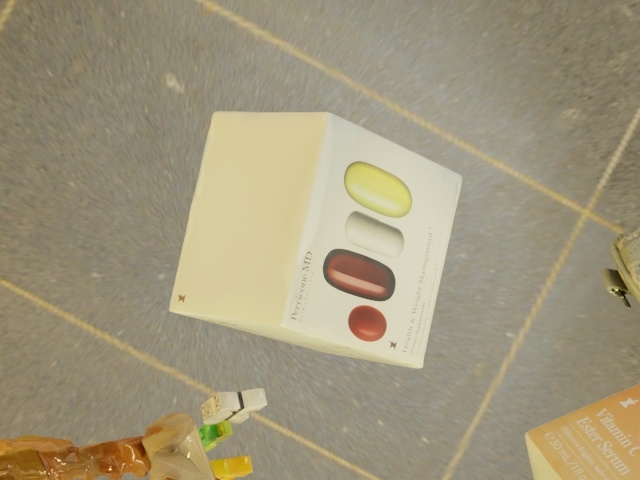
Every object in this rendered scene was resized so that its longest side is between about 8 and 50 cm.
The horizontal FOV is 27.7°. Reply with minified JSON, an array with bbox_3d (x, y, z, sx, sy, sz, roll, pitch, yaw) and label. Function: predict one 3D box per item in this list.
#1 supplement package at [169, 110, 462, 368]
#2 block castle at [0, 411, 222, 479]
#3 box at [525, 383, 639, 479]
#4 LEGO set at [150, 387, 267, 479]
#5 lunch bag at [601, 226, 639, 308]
[{"bbox_3d":[0.000,0.000,1.203,0.203,0.149,0.194,19,79,-46],"label":"supplement package"},{"bbox_3d":[-0.229,0.380,1.151,0.303,0.453,0.212,-9,124,10],"label":"block castle"},{"bbox_3d":[0.226,0.145,0.746,0.170,0.130,0.091,-22,119,-9],"label":"box"},{"bbox_3d":[-0.150,0.239,1.404,0.093,0.227,0.087,4,60,-36],"label":"LEGO set"},{"bbox_3d":[0.409,0.029,1.029,0.305,0.212,0.256,-31,121,16],"label":"lunch bag"}]
